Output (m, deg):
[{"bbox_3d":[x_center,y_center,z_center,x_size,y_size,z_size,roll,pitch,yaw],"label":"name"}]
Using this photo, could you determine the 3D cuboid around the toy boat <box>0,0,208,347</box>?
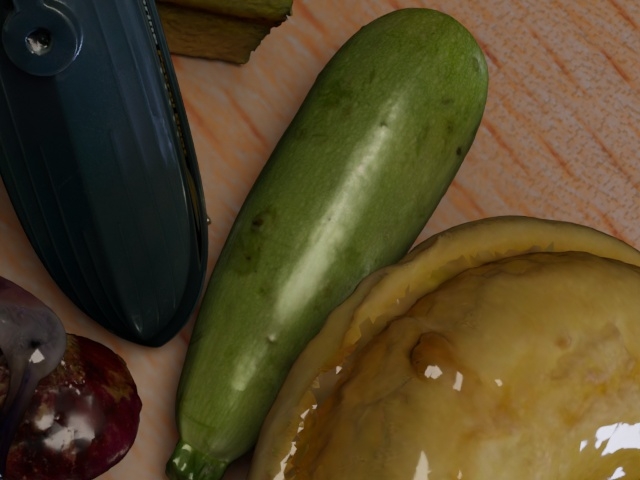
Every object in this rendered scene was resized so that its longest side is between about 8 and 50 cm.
[{"bbox_3d":[-0.135,-0.061,0.871,0.114,0.122,0.296,-11,119,4],"label":"toy boat"}]

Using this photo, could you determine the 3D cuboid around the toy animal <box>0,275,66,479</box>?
[{"bbox_3d":[-0.250,-0.017,0.868,0.324,0.090,0.195,36,57,9],"label":"toy animal"}]

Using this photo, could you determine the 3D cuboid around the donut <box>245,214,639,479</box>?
[{"bbox_3d":[0.153,0.202,0.885,0.449,0.198,0.448,6,75,-25],"label":"donut"}]

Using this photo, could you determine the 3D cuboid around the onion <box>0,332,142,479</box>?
[{"bbox_3d":[-0.163,0.105,0.875,0.107,0.097,0.107,6,43,-6],"label":"onion"}]

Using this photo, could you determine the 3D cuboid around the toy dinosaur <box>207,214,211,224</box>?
[{"bbox_3d":[-0.109,-0.045,0.964,0.058,0.037,0.180,-12,79,-27],"label":"toy dinosaur"}]

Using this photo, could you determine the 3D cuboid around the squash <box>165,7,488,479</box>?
[{"bbox_3d":[-0.002,-0.004,0.949,0.118,0.118,0.370,35,70,-7],"label":"squash"}]

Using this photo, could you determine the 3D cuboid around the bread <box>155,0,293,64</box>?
[{"bbox_3d":[-0.145,-0.232,0.941,0.264,0.168,0.163,9,71,-20],"label":"bread"}]
